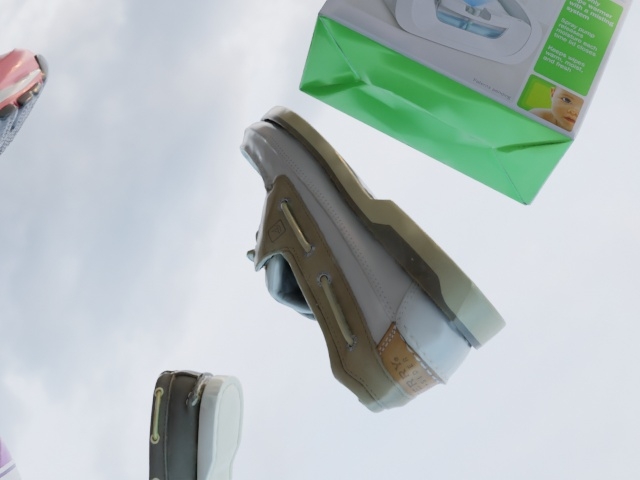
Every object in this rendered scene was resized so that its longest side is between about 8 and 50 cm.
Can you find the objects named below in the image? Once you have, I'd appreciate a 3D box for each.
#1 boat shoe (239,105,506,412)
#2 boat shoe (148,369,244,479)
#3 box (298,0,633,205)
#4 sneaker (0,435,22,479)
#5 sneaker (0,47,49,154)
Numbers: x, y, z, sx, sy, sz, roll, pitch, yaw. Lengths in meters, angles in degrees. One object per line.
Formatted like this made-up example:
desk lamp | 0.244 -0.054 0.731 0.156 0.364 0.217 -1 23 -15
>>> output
boat shoe | 0.000 0.000 0.678 0.103 0.113 0.302 -43 -143 1
boat shoe | -0.152 0.294 1.068 0.091 0.109 0.305 7 -90 18
box | 0.149 -0.202 0.970 0.231 0.262 0.127 -59 175 -29
sneaker | -0.373 0.197 0.912 0.282 0.102 0.161 169 -98 -81
sneaker | -0.349 -0.092 0.767 0.314 0.136 0.116 -47 -172 -39
